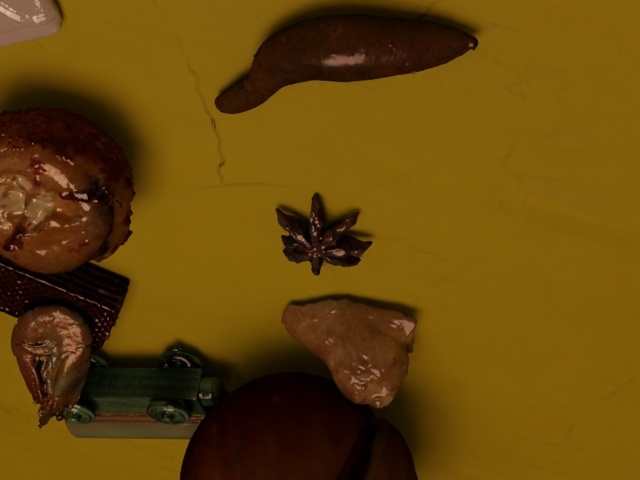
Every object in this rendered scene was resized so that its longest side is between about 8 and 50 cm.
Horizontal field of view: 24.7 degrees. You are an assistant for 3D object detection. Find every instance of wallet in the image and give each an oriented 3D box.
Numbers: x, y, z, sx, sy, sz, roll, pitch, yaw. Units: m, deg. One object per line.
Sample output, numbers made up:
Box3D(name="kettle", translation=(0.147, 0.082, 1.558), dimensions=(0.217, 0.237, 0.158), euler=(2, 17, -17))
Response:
Box3D(name="wallet", translation=(-0.394, -0.308, 1.734), dimensions=(0.124, 0.032, 0.183), euler=(-8, 133, 25))

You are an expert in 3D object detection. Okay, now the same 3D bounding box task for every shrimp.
Box3D(name="shrimp", translation=(-0.389, 0.177, 2.097), dimensions=(0.115, 0.051, 0.217), euler=(17, 122, 4))

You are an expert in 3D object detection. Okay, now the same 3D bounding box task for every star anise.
Box3D(name="star anise", translation=(0.001, 0.001, 1.939), dimensions=(0.141, 0.042, 0.141), euler=(7, 137, 6))

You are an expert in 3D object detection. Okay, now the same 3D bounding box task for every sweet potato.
Box3D(name="sweet potato", translation=(0.004, -0.209, 1.700), dimensions=(0.346, 0.079, 0.108), euler=(-10, 144, 28))

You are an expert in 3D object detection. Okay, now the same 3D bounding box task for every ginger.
Box3D(name="ginger", translation=(0.031, 0.161, 2.048), dimensions=(0.193, 0.123, 0.115), euler=(11, 155, 12))

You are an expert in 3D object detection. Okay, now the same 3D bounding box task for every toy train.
Box3D(name="toy train", translation=(-0.273, 0.249, 2.223), dimensions=(0.285, 0.116, 0.177), euler=(-2, 146, 16))

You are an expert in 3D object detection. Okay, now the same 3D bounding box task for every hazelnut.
Box3D(name="hazelnut", translation=(-0.020, 0.385, 2.122), dimensions=(0.359, 0.359, 0.409), euler=(3, 155, 11))

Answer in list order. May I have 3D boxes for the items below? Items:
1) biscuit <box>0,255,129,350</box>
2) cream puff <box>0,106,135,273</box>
Box3D(name="biscuit", translation=(-0.403, 0.061, 2.085), dimensions=(0.252, 0.070, 0.106), euler=(24, 134, -10))
Box3D(name="cream puff", translation=(-0.346, -0.069, 1.875), dimensions=(0.240, 0.164, 0.240), euler=(8, 122, 13))
